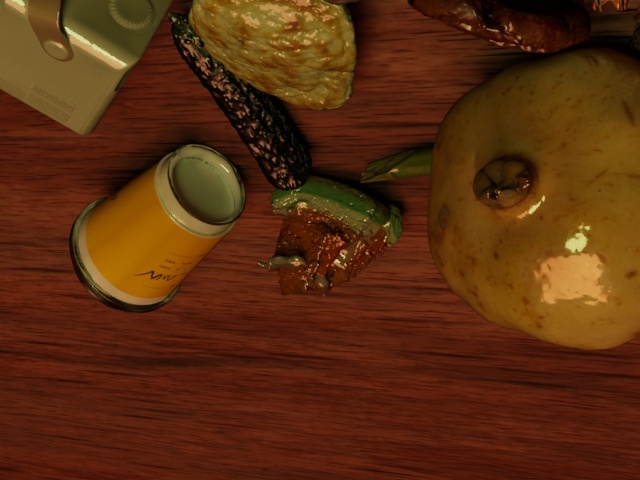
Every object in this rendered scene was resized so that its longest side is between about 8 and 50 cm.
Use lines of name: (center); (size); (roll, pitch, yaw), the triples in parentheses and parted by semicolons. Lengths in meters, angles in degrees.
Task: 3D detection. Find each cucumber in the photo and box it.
cucumber: (-0.103, -0.183, 1.415); (0.072, 0.072, 0.300); (-5, 138, 33)

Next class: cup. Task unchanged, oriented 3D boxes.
cup: (-0.241, -0.020, 1.626); (0.196, 0.196, 0.279); (35, 136, -19)

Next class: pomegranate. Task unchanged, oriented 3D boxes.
pomegranate: (0.260, -0.051, 1.184); (0.342, 0.342, 0.342); (14, 145, 10)

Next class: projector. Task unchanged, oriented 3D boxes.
projector: (-0.299, -0.261, 1.331); (0.177, 0.163, 0.242); (29, 147, -14)

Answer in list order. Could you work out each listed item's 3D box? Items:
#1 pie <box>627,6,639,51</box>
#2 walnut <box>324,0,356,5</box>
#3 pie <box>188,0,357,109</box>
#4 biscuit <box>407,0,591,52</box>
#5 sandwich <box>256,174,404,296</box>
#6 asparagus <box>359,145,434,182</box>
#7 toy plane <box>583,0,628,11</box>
pie: (0.390, -0.229, 1.126); (0.170, 0.034, 0.092); (-8, 140, 37)
walnut: (0.017, -0.313, 1.059); (0.178, 0.230, 0.178); (1, 100, 4)
pie: (-0.049, -0.242, 1.266); (0.201, 0.090, 0.248); (17, 162, 4)
biscuit: (0.179, -0.234, 1.110); (0.192, 0.192, 0.049); (18, 113, 4)
sandwich: (0.008, 0.000, 1.538); (0.185, 0.160, 0.109); (9, 164, 30)
asparagus: (0.125, -0.102, 1.437); (0.178, 0.041, 0.045); (-5, -177, 33)
toy plane: (0.282, -0.307, 1.064); (0.135, 0.062, 0.188); (2, 128, 26)
